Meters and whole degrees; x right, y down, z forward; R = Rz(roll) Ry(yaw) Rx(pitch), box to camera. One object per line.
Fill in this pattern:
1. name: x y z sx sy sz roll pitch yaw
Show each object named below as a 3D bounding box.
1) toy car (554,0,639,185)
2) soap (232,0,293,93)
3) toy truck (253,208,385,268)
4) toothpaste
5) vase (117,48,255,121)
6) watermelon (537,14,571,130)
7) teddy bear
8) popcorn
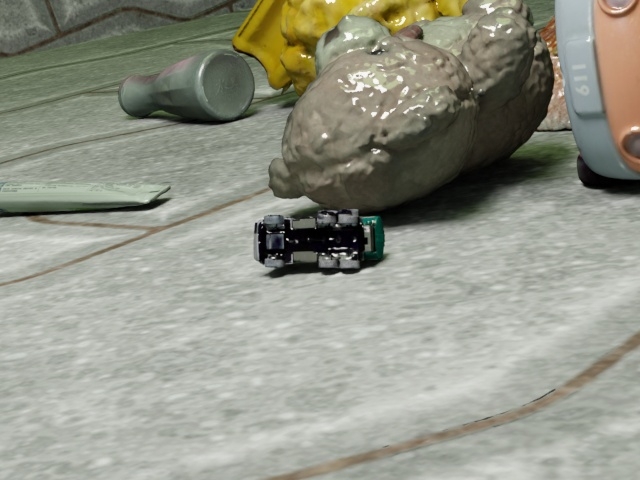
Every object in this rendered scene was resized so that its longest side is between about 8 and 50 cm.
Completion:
1. toy car: 0.305 -0.152 1.011 0.212 0.180 0.270 -2 14 39
2. soap: 0.037 -0.334 1.589 0.204 0.096 0.324 -44 -3 -43
3. toy truck: 0.000 0.000 0.910 0.083 0.039 0.044 -2 -2 18
4. toothpaste: -0.232 -0.040 1.228 0.197 0.029 0.048 0 18 20
5. vase: -0.176 -0.188 1.691 0.086 0.086 0.214 -19 13 -36
6. watermelon: 0.281 -0.177 1.336 0.257 0.139 0.193 -29 15 -36
7. teddy bear: 0.074 -0.109 1.076 0.236 0.151 0.267 -24 -3 44
8. popcorn: 0.069 -0.222 1.396 0.250 0.250 0.190 -4 51 19
